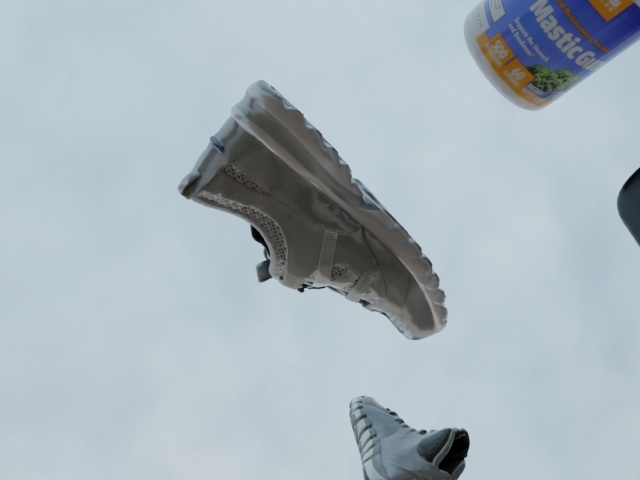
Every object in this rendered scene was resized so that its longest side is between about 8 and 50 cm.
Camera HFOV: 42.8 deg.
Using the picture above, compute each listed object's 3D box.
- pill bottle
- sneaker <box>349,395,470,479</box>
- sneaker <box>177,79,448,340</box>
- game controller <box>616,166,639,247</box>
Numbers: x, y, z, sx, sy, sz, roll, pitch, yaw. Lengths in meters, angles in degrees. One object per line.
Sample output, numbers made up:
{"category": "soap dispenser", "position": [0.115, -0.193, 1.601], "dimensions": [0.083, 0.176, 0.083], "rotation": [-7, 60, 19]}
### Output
{"category": "pill bottle", "position": [0.308, -0.280, 0.920], "dimensions": [0.152, 0.272, 0.152], "rotation": [25, -133, -30]}
{"category": "sneaker", "position": [0.113, 0.249, 0.999], "dimensions": [0.132, 0.228, 0.086], "rotation": [-19, -70, 2]}
{"category": "sneaker", "position": [0.000, 0.000, 0.666], "dimensions": [0.115, 0.105, 0.281], "rotation": [-41, -59, 4]}
{"category": "game controller", "position": [0.405, -0.095, 0.695], "dimensions": [0.319, 0.166, 0.067], "rotation": [-40, -56, 20]}
